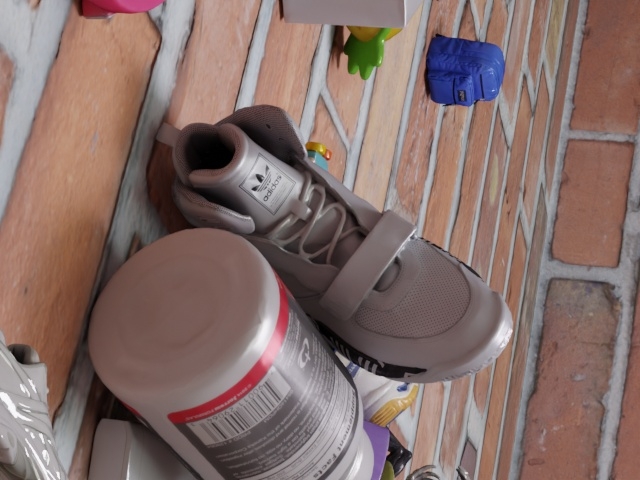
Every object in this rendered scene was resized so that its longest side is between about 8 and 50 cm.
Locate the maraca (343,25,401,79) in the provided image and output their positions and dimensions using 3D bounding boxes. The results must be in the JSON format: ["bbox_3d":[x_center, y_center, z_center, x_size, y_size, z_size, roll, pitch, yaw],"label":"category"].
[{"bbox_3d":[0.070,-0.299,2.047,0.127,0.099,0.186,-144,-114,-65],"label":"maraca"}]

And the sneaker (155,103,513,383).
[{"bbox_3d":[0.000,0.000,1.486,0.137,0.366,0.210,-55,148,-13],"label":"sneaker"}]

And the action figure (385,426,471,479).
[{"bbox_3d":[0.124,0.345,2.194,0.276,0.141,0.164,66,15,15],"label":"action figure"}]

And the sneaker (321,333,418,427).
[{"bbox_3d":[0.054,0.147,2.105,0.112,0.131,0.296,-43,-173,3],"label":"sneaker"}]

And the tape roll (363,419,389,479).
[{"bbox_3d":[0.013,0.301,1.932,0.189,0.080,0.189,-158,-90,-86],"label":"tape roll"}]

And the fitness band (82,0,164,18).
[{"bbox_3d":[-0.157,-0.304,1.341,0.291,0.054,0.209,-59,149,-59],"label":"fitness band"}]

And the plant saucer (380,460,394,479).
[{"bbox_3d":[0.028,0.389,2.057,0.241,0.037,0.241,-158,-90,-81],"label":"plant saucer"}]

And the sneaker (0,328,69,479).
[{"bbox_3d":[-0.223,0.138,1.183,0.232,0.090,0.115,76,21,-51],"label":"sneaker"}]

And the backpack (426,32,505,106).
[{"bbox_3d":[0.236,-0.267,2.599,0.098,0.120,0.101,74,26,-53],"label":"backpack"}]

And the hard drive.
[{"bbox_3d":[-0.154,0.284,1.549,0.307,0.040,0.203,34,62,-71],"label":"hard drive"}]

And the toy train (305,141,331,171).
[{"bbox_3d":[-0.031,-0.046,1.876,0.166,0.046,0.125,-53,146,-56],"label":"toy train"}]

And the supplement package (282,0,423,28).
[{"bbox_3d":[0.048,-0.371,1.857,0.203,0.149,0.194,-59,149,-57],"label":"supplement package"}]

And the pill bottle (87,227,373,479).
[{"bbox_3d":[-0.065,0.143,1.471,0.318,0.176,0.176,56,40,-48],"label":"pill bottle"}]
